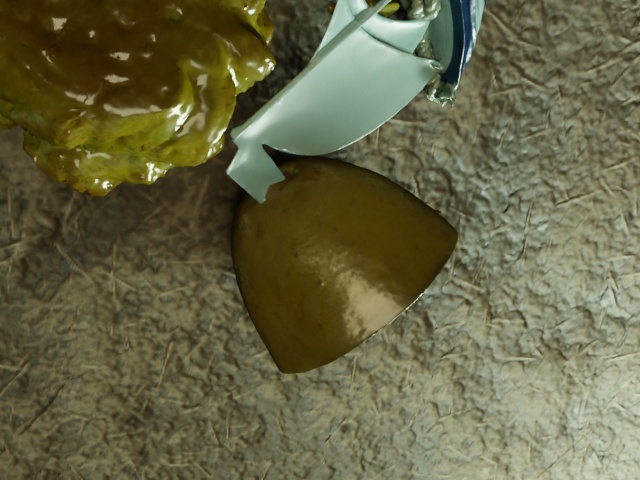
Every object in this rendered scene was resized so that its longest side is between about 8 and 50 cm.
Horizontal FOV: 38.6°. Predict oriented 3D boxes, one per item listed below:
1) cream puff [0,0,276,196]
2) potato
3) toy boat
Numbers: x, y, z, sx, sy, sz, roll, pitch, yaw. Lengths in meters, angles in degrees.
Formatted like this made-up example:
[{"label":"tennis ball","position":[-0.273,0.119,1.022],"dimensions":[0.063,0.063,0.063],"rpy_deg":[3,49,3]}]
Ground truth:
[{"label":"cream puff","position":[-0.151,-0.156,0.651],"dimensions":[0.244,0.244,0.196],"rpy_deg":[13,143,-23]},{"label":"potato","position":[0.000,0.000,0.812],"dimensions":[0.203,0.178,0.158],"rpy_deg":[-28,108,26]},{"label":"toy boat","position":[0.037,-0.141,0.730],"dimensions":[0.291,0.067,0.221],"rpy_deg":[-49,144,-18]}]
